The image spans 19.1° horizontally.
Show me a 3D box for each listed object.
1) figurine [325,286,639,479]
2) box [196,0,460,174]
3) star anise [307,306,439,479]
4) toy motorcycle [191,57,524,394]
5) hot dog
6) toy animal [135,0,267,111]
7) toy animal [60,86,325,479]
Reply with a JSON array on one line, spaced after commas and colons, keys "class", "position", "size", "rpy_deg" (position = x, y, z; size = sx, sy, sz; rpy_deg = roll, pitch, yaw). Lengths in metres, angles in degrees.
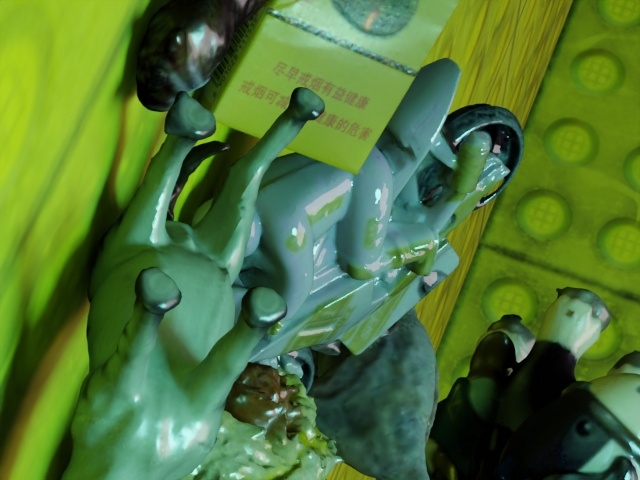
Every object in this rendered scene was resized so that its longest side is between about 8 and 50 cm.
[{"class": "figurine", "position": [0.079, 0.206, 1.270], "size": [0.412, 0.241, 0.306], "rpy_deg": [-39, -153, -5]}, {"class": "box", "position": [0.018, -0.109, 0.847], "size": [0.155, 0.087, 0.023], "rpy_deg": [-59, -150, 18]}, {"class": "star anise", "position": [0.010, 0.048, 1.158], "size": [0.257, 0.110, 0.198], "rpy_deg": [-97, 178, -74]}, {"class": "toy motorcycle", "position": [0.000, 0.000, 0.951], "size": [0.225, 0.073, 0.152], "rpy_deg": [-46, 141, 6]}, {"class": "hot dog", "position": [-0.077, 0.144, 0.868], "size": [0.213, 0.103, 0.146], "rpy_deg": [-53, 174, 12]}, {"class": "toy animal", "position": [-0.018, -0.131, 0.700], "size": [0.179, 0.089, 0.188], "rpy_deg": [-54, 175, -5]}, {"class": "toy animal", "position": [-0.073, 0.045, 0.743], "size": [0.176, 0.073, 0.217], "rpy_deg": [-50, -162, 40]}]
